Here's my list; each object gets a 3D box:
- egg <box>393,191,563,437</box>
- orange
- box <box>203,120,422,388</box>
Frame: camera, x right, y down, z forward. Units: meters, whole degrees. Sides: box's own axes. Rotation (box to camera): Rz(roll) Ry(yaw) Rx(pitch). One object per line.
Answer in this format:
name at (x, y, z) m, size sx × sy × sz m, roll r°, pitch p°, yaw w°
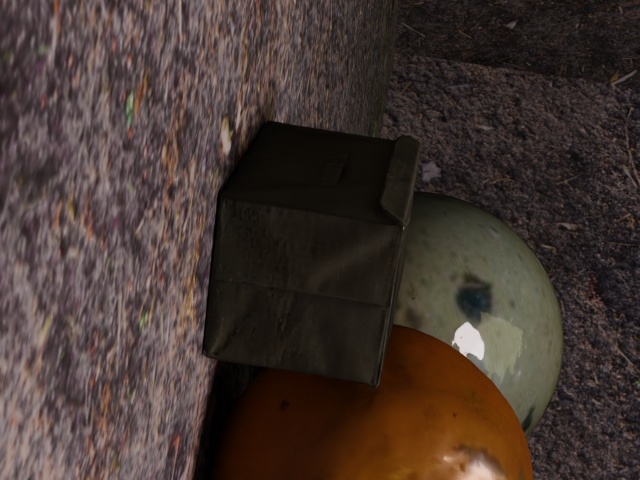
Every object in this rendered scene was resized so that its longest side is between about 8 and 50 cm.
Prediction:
egg at (0.112, 0.114, 1.532) m, size 0.428 × 0.345 × 0.345 m, roll 56°, pitch 43°, yaw -77°
orange at (0.046, 0.231, 1.218) m, size 0.312 × 0.312 × 0.312 m, roll 9°, pitch 90°, yaw -86°
box at (0.000, 0.000, 1.131) m, size 0.231 × 0.149 × 0.155 m, roll -71°, pitch 169°, yaw -67°
